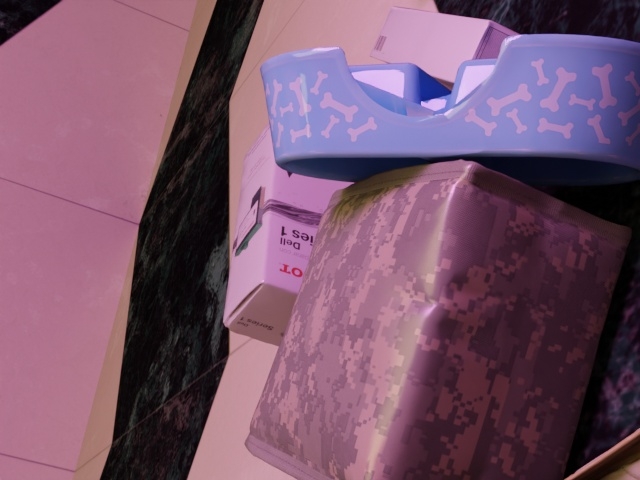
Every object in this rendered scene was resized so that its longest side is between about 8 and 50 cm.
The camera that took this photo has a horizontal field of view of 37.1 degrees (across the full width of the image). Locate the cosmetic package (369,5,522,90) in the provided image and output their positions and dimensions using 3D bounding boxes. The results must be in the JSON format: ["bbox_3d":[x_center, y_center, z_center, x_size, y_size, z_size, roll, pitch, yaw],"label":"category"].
[{"bbox_3d":[0.132,-0.164,0.864,0.060,0.099,0.239,-65,21,9],"label":"cosmetic package"}]

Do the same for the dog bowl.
[{"bbox_3d":[0.095,-0.083,0.674,0.297,0.166,0.074,3,86,26],"label":"dog bowl"}]

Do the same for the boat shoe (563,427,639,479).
[{"bbox_3d":[0.184,0.123,0.521,0.153,0.048,0.056,-50,28,45],"label":"boat shoe"}]

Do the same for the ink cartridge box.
[{"bbox_3d":[0.000,0.000,0.966,0.092,0.160,0.219,-47,31,46],"label":"ink cartridge box"}]

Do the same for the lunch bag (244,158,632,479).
[{"bbox_3d":[0.061,0.080,0.718,0.287,0.169,0.235,2,74,65],"label":"lunch bag"}]
